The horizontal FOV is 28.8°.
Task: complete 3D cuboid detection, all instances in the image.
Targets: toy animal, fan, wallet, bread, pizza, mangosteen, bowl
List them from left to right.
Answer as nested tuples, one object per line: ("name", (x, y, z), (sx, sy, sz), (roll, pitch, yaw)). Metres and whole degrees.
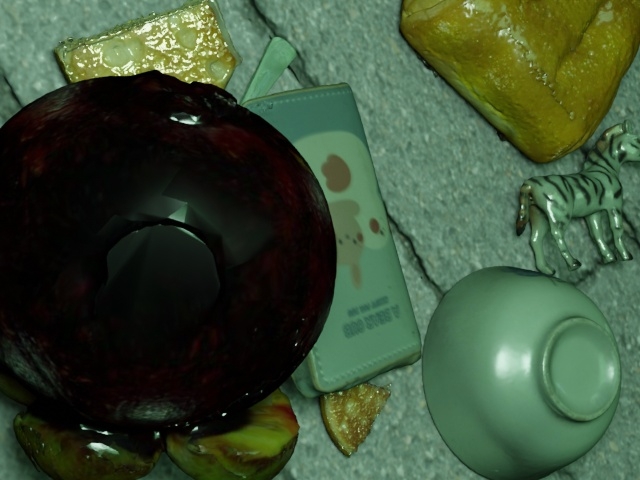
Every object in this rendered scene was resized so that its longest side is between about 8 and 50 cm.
("mangosteen", (-0.169, 0.047, 1.218), (0.381, 0.381, 0.421), (4, 86, -30))
("pizza", (-0.178, -0.170, 1.431), (0.188, 0.080, 0.204), (-27, 107, -8))
("fan", (-0.087, -0.170, 1.513), (0.038, 0.016, 0.193), (38, 64, -17))
("wallet", (0.000, 0.000, 1.480), (0.252, 0.083, 0.360), (-16, 89, -49))
("pizza", (0.034, 0.213, 1.516), (0.100, 0.029, 0.099), (13, 84, -26))
("bread", (0.296, -0.315, 1.685), (0.337, 0.148, 0.328), (44, 63, -17))
("bowl", (0.287, 0.166, 1.601), (0.289, 0.146, 0.289), (6, 78, -30))
("toy animal", (0.378, -0.043, 1.729), (0.255, 0.090, 0.170), (-31, 93, -33))
